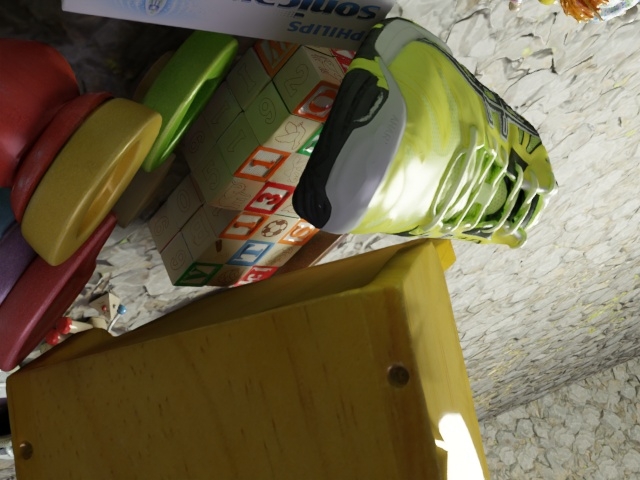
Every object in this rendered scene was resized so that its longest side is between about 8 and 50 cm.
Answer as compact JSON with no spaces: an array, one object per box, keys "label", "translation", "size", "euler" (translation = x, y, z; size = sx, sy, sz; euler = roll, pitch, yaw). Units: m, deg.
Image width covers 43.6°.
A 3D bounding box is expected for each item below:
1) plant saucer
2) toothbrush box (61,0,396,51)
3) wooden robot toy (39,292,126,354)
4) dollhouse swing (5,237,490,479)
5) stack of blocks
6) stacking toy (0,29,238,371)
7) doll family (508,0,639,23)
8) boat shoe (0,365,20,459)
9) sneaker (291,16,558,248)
[{"label":"plant saucer","translation":[0.000,0.000,0.974],"size":[0.198,0.036,0.198],"euler":[-43,179,-1]},{"label":"toothbrush box","translation":[-0.016,-0.247,0.425],"size":[0.206,0.122,0.283],"euler":[1,153,-28]},{"label":"wooden robot toy","translation":[-0.292,0.141,0.979],"size":[0.173,0.079,0.076],"euler":[-42,150,26]},{"label":"dollhouse swing","translation":[-0.025,0.162,0.695],"size":[0.347,0.315,0.305],"euler":[-16,168,22]},{"label":"stack of blocks","translation":[-0.053,-0.071,0.811],"size":[0.171,0.087,0.297],"euler":[6,138,-48]},{"label":"stacking toy","translation":[-0.208,-0.065,0.636],"size":[0.309,0.130,0.279],"euler":[-49,-171,43]},{"label":"doll family","translation":[0.279,-0.280,0.710],"size":[0.163,0.118,0.263],"euler":[3,140,-45]},{"label":"boat shoe","translation":[-0.395,0.210,0.978],"size":[0.118,0.103,0.320],"euler":[-15,151,-23]},{"label":"sneaker","translation":[0.103,-0.064,0.594],"size":[0.145,0.147,0.385],"euler":[-64,164,18]}]
